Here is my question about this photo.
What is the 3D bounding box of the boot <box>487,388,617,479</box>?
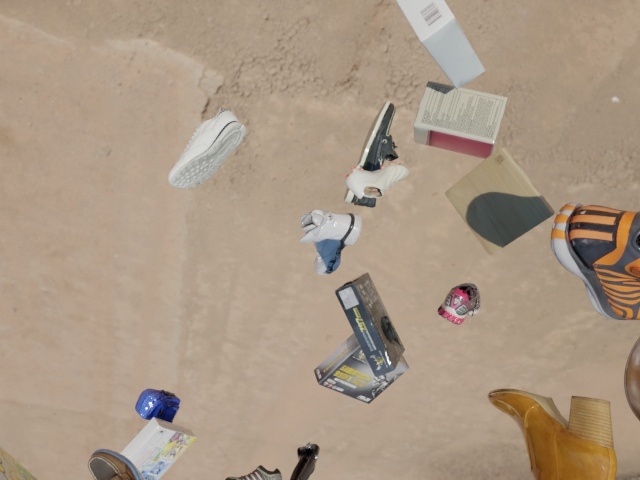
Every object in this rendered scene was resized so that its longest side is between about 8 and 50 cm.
[{"bbox_3d":[0.397,0.385,1.013,0.104,0.211,0.295,18,163,-19],"label":"boot"}]

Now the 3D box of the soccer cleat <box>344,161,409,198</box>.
[{"bbox_3d":[0.139,-0.134,1.300,0.196,0.076,0.068,-12,156,-39],"label":"soccer cleat"}]

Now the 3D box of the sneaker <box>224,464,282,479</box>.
[{"bbox_3d":[-0.182,0.661,1.545,0.170,0.075,0.063,-3,127,9],"label":"sneaker"}]

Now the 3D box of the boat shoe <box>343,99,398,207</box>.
[{"bbox_3d":[0.179,-0.256,1.702,0.113,0.340,0.127,22,169,-4],"label":"boat shoe"}]

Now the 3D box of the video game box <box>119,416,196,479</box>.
[{"bbox_3d":[-0.501,0.635,1.673,0.205,0.048,0.187,-47,140,-5],"label":"video game box"}]

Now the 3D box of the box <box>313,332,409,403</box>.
[{"bbox_3d":[0.124,0.383,1.660,0.231,0.056,0.183,32,111,-36],"label":"box"}]

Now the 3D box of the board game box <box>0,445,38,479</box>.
[{"bbox_3d":[-0.609,0.465,0.994,0.142,0.144,0.275,28,147,51],"label":"board game box"}]

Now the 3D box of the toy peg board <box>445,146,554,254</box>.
[{"bbox_3d":[0.368,-0.084,1.126,0.079,0.161,0.160,-24,166,-44],"label":"toy peg board"}]

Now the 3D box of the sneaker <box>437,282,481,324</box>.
[{"bbox_3d":[0.511,0.201,1.962,0.121,0.299,0.112,31,112,17],"label":"sneaker"}]

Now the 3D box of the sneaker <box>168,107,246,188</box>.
[{"bbox_3d":[-0.293,-0.226,1.394,0.235,0.095,0.090,-42,156,0],"label":"sneaker"}]

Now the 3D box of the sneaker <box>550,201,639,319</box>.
[{"bbox_3d":[0.483,0.051,0.806,0.321,0.124,0.180,27,170,-36],"label":"sneaker"}]

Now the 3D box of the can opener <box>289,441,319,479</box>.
[{"bbox_3d":[-0.034,0.552,1.374,0.059,0.073,0.186,-29,176,7],"label":"can opener"}]

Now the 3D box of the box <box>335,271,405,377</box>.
[{"bbox_3d":[0.129,0.204,1.408,0.059,0.232,0.183,-26,178,18],"label":"box"}]

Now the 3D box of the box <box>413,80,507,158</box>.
[{"bbox_3d":[0.400,-0.344,1.615,0.232,0.148,0.127,17,170,15],"label":"box"}]

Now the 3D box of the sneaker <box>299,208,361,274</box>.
[{"bbox_3d":[0.000,0.000,2.210,0.210,0.137,0.366,15,140,-17],"label":"sneaker"}]

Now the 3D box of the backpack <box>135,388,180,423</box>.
[{"bbox_3d":[-0.513,0.522,1.767,0.120,0.098,0.101,29,167,-32],"label":"backpack"}]

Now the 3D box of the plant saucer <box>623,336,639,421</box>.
[{"bbox_3d":[0.766,0.264,1.123,0.050,0.310,0.310,32,136,-17],"label":"plant saucer"}]

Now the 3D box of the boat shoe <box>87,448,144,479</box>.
[{"bbox_3d":[-0.354,0.450,1.002,0.183,0.066,0.066,39,99,10],"label":"boat shoe"}]

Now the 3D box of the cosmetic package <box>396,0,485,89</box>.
[{"bbox_3d":[0.255,-0.596,1.406,0.097,0.377,0.284,-33,156,23],"label":"cosmetic package"}]
